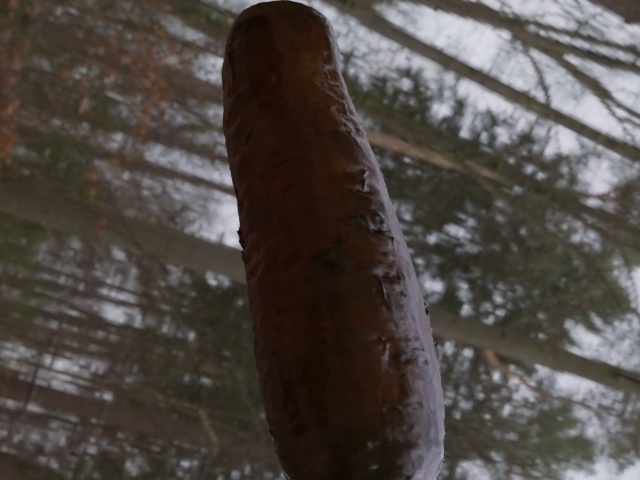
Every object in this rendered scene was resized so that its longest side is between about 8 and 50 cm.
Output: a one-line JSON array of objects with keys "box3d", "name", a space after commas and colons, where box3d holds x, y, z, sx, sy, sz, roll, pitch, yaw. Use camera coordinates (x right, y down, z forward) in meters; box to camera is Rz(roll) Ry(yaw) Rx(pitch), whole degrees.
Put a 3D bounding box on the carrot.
[{"box3d": [0.000, 0.000, 0.421, 0.060, 0.060, 0.186, -34, -121, 44], "name": "carrot"}]
